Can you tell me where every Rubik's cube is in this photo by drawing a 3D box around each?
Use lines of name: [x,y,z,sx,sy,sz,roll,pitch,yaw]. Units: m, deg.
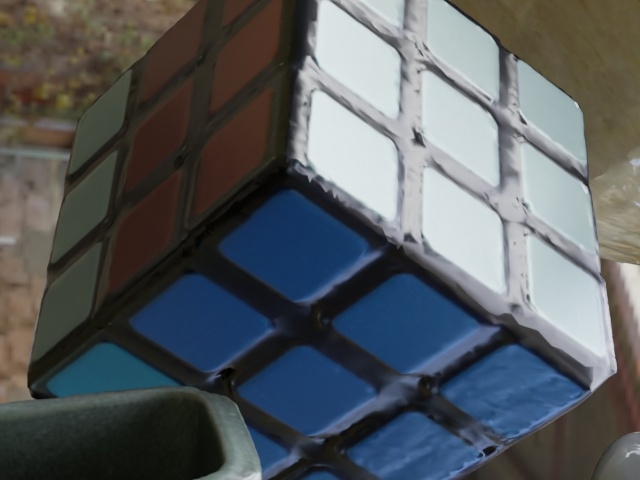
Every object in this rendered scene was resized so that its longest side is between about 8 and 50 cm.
Rubik's cube: [0.000,0.000,0.642,0.160,0.162,0.163,-38,-146,34]

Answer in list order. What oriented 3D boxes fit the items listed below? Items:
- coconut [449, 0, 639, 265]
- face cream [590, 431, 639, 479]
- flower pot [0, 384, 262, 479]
coconut: [0.179,-0.197,0.913,0.415,0.344,0.415,23,-52,34]
face cream: [0.104,0.082,0.350,0.091,0.095,0.091,4,90,-72]
flower pot: [-0.131,0.102,0.446,0.103,0.229,0.108,-90,-178,-75]
